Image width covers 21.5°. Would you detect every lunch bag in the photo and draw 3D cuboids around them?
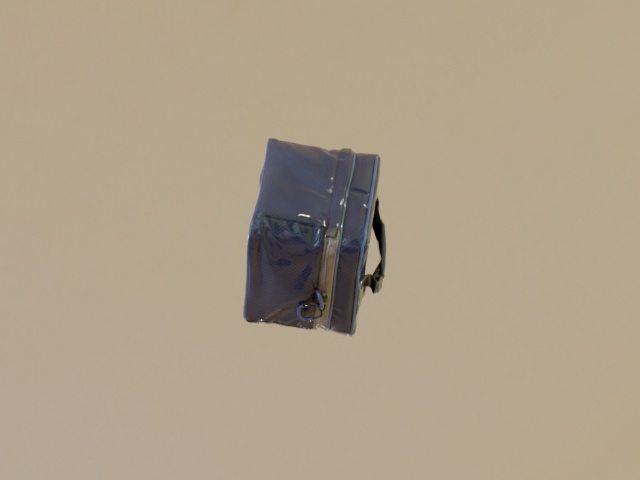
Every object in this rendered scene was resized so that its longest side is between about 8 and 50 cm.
[{"bbox_3d":[0.000,0.000,0.816,0.065,0.098,0.067,7,-50,1],"label":"lunch bag"}]
